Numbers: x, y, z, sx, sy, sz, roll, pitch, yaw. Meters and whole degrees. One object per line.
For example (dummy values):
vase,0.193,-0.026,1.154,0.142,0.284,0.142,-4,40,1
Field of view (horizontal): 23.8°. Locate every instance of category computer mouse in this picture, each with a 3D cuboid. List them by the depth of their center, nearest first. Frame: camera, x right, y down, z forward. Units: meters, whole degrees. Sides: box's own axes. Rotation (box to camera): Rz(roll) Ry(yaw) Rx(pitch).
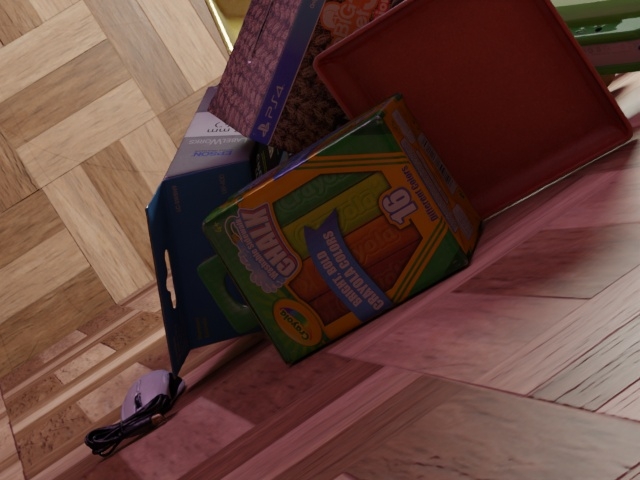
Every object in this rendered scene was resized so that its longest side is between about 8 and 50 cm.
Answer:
computer mouse,-0.209,0.189,1.778,0.106,0.042,0.193,-32,6,10

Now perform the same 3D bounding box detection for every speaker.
speaker,0.350,-0.259,1.811,0.296,0.131,0.131,-2,25,38

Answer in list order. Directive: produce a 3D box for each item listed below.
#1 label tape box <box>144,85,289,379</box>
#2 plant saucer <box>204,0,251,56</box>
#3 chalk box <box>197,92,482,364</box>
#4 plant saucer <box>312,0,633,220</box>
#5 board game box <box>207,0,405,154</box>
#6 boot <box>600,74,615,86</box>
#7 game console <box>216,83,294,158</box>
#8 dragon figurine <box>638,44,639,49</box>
label tape box,-0.111,-0.017,1.871,0.105,0.241,0.334,-1,30,10
plant saucer,0.008,-0.286,2.100,0.332,0.081,0.333,-3,31,-13
chalk box,0.000,0.000,1.609,0.289,0.180,0.179,-32,6,16
plant saucer,0.167,-0.163,1.654,0.259,0.258,0.048,-30,16,23
board game box,0.055,-0.200,1.779,0.141,0.291,0.232,37,108,61
boot,0.319,-0.180,1.963,0.115,0.112,0.305,14,31,37
game console,-0.009,-0.219,2.255,0.386,0.060,0.342,-27,28,17
dragon figurine,0.394,-0.192,1.583,0.144,0.085,0.289,-35,8,-30
